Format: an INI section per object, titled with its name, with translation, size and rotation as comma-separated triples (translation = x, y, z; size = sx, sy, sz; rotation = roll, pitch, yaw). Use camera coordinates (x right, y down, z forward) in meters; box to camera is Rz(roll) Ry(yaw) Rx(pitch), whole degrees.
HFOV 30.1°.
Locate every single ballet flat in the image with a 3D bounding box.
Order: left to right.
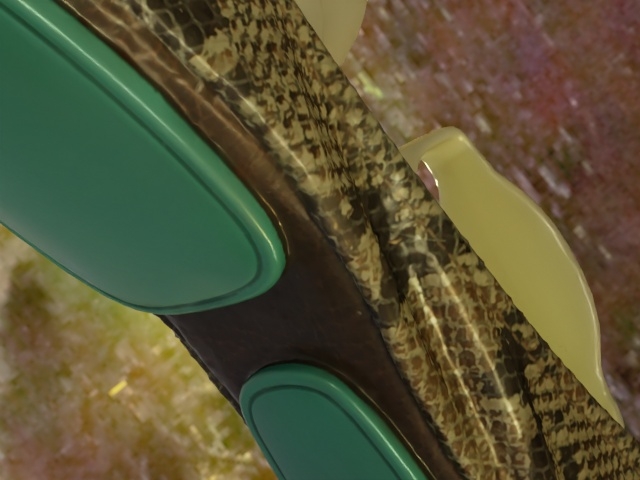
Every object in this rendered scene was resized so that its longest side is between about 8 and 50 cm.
[ballet flat]
translation = 0.000, 0.000, 0.471
size = 0.483, 0.182, 0.164
rotation = 49, 145, -19
